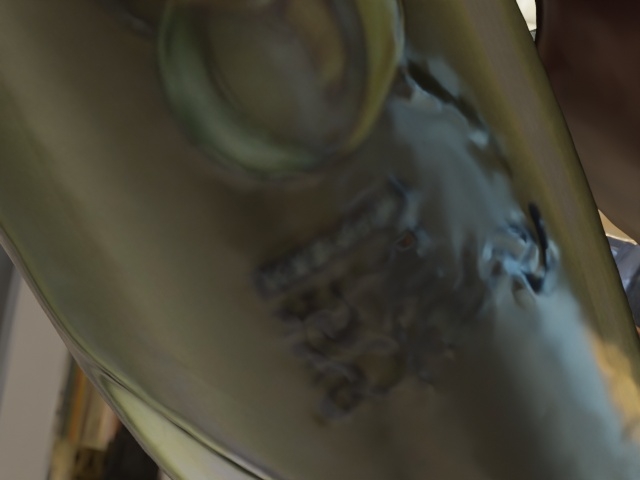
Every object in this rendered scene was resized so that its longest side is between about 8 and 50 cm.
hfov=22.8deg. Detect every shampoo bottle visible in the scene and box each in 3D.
[{"bbox_3d":[0.000,0.000,0.370,0.125,0.350,0.084,-31,25,-9],"label":"shampoo bottle"}]

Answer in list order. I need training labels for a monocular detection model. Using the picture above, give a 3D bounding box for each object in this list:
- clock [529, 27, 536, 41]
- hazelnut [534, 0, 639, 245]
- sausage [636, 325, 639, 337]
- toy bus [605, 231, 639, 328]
[{"bbox_3d":[0.144,-0.091,1.073,0.235,0.029,0.235,-16,-13,-4],"label":"clock"},{"bbox_3d":[0.265,-0.117,0.480,0.421,0.352,0.421,15,-2,0],"label":"hazelnut"},{"bbox_3d":[0.088,0.017,0.693,0.223,0.029,0.029,38,14,13],"label":"sausage"},{"bbox_3d":[0.188,0.040,0.973,0.106,0.092,0.268,26,3,-6],"label":"toy bus"}]
